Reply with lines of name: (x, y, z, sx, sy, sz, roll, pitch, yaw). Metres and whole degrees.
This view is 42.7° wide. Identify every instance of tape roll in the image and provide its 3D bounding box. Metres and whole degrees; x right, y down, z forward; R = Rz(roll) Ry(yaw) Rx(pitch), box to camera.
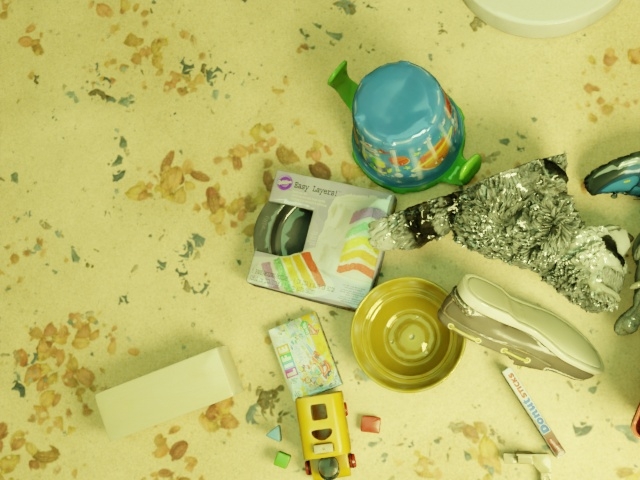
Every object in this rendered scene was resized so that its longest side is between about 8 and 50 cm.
tape roll: (0.453, -0.603, 1.666, 0.392, 0.072, 0.392, -2, 79, 12)

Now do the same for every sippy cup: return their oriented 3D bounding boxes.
sippy cup: (0.158, -0.229, 1.577, 0.305, 0.224, 0.240, 2, 79, 13)

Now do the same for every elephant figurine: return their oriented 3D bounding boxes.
elephant figurine: (0.614, 0.033, 1.447, 0.186, 0.239, 0.169, -5, 54, -22)

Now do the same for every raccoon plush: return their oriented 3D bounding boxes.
raccoon plush: (0.346, 0.036, 1.529, 0.446, 0.216, 0.299, -21, 85, 23)

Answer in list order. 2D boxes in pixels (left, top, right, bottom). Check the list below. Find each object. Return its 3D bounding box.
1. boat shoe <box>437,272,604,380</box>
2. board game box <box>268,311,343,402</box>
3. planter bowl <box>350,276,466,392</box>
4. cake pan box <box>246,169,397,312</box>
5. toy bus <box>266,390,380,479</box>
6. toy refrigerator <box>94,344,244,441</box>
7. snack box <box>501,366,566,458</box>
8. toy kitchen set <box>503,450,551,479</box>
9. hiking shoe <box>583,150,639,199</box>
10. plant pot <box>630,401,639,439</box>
boat shoe: (0.364, 0.175, 1.484, 0.324, 0.116, 0.096, 28, 121, -15)
board game box: (-0.030, 0.232, 1.629, 0.103, 0.026, 0.154, -23, 76, 7)
planter bowl: (0.171, 0.181, 1.564, 0.217, 0.090, 0.217, -2, 80, 11)
cake pan box: (0.000, 0.000, 1.648, 0.267, 0.070, 0.245, 14, 80, 14)
toy bus: (0.009, 0.380, 1.542, 0.202, 0.104, 0.191, 35, 86, 8)
toy refrigerator: (-0.300, 0.305, 1.641, 0.269, 0.094, 0.102, -22, 82, 8)
snack box: (0.390, 0.315, 1.505, 0.022, 0.064, 0.178, -32, 75, 3)
toy kitchen set: (0.376, 0.423, 1.485, 0.083, 0.068, 0.075, -1, 79, 12)
hiking shoe: (0.646, -0.099, 1.506, 0.304, 0.113, 0.132, -7, 81, 12)
plant pot: (0.678, 0.253, 1.368, 0.267, 0.236, 0.267, 23, 86, 15)
